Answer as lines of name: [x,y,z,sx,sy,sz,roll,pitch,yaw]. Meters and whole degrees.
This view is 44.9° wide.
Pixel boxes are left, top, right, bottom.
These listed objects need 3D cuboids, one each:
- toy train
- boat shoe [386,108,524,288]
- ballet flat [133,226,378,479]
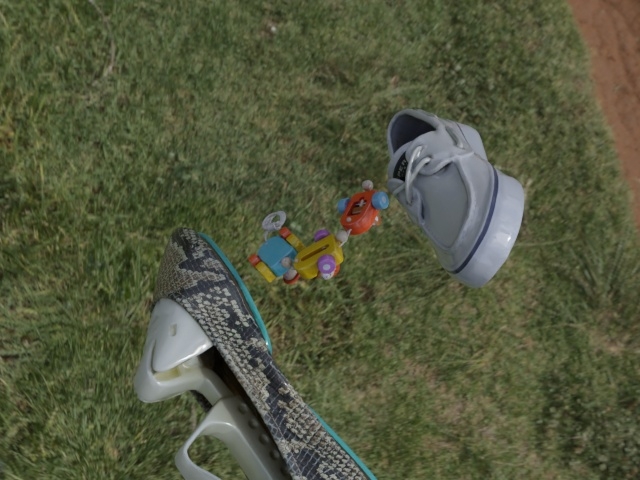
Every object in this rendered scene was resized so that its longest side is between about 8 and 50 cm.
toy train: [0.000,0.000,0.856,0.046,0.166,0.125,52,44,-31]
boat shoe: [0.102,-0.053,0.673,0.088,0.096,0.267,23,29,-11]
ballet flat: [-0.102,0.194,0.902,0.182,0.164,0.483,-24,70,-36]
